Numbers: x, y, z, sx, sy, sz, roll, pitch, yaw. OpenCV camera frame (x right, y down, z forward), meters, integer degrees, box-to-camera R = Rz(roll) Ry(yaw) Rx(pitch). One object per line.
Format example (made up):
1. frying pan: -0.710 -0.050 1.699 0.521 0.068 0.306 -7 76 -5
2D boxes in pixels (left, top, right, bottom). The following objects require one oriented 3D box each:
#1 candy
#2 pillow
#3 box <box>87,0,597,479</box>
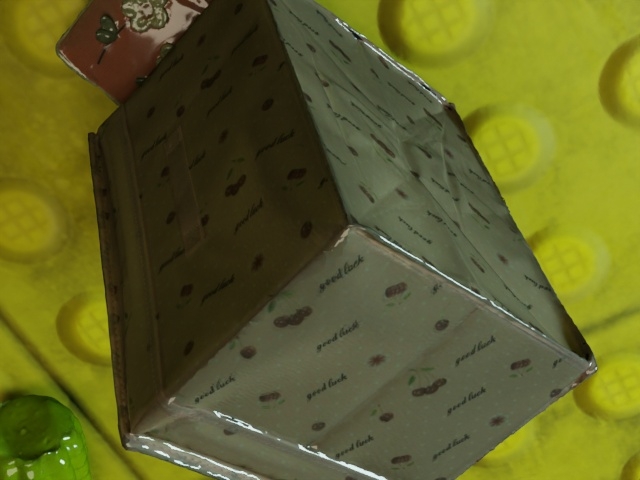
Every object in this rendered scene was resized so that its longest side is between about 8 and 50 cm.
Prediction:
1. candy: -0.258 0.242 1.015 0.097 0.096 0.209 -2 126 1
2. pillow: -0.080 -0.181 0.776 0.126 0.043 0.232 38 114 -21
3. box: 0.000 0.000 0.711 0.225 0.297 0.190 29 119 -35
